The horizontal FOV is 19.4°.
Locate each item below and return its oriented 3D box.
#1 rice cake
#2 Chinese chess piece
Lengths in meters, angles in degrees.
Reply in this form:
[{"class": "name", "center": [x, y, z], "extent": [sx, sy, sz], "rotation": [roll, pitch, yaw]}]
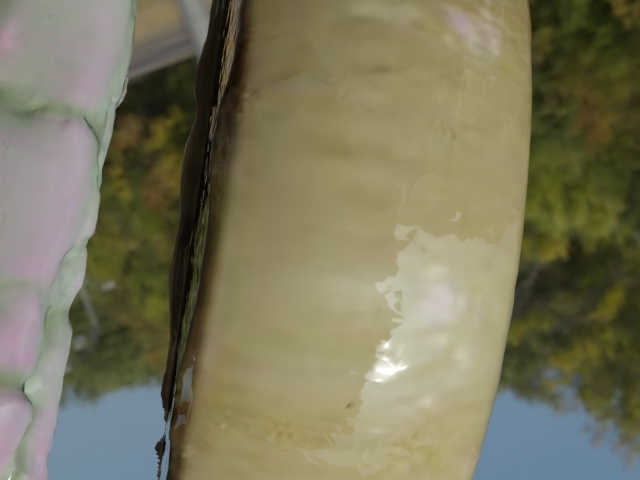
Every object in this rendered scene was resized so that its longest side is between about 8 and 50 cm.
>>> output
[{"class": "rice cake", "center": [-0.089, -0.015, 0.404], "extent": [0.037, 0.189, 0.198], "rotation": [15, 163, -25]}, {"class": "Chinese chess piece", "center": [0.000, 0.000, 0.682], "extent": [0.104, 0.257, 0.257], "rotation": [8, -178, -7]}]
